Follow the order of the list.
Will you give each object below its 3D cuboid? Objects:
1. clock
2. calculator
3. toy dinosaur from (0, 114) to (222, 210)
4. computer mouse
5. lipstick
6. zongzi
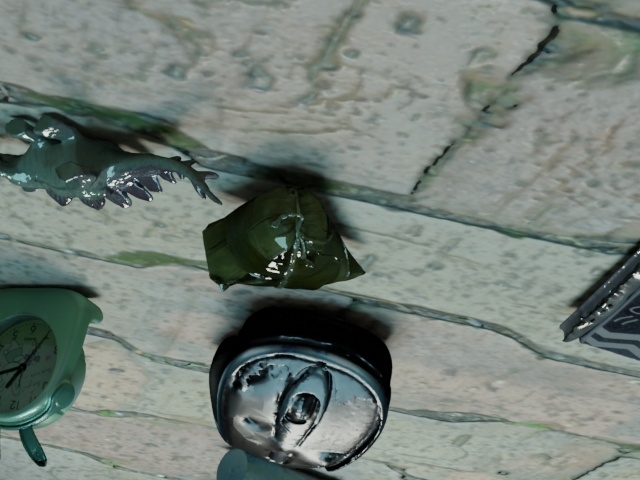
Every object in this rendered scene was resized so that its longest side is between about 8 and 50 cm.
[{"bbox_3d":[-0.226,0.103,1.432,0.101,0.135,0.041,1,159,28],"label":"clock"},{"bbox_3d":[0.263,0.041,1.178,0.166,0.028,0.274,15,159,-6],"label":"calculator"},{"bbox_3d":[-0.133,-0.042,1.113,0.209,0.039,0.082,9,167,36],"label":"toy dinosaur"},{"bbox_3d":[-0.021,0.124,1.449,0.137,0.096,0.233,11,162,-3],"label":"computer mouse"},{"bbox_3d":[-0.032,0.253,1.893,0.158,0.048,0.048,25,156,-38],"label":"lipstick"},{"bbox_3d":[0.000,0.000,1.163,0.119,0.055,0.109,6,162,-27],"label":"zongzi"}]
